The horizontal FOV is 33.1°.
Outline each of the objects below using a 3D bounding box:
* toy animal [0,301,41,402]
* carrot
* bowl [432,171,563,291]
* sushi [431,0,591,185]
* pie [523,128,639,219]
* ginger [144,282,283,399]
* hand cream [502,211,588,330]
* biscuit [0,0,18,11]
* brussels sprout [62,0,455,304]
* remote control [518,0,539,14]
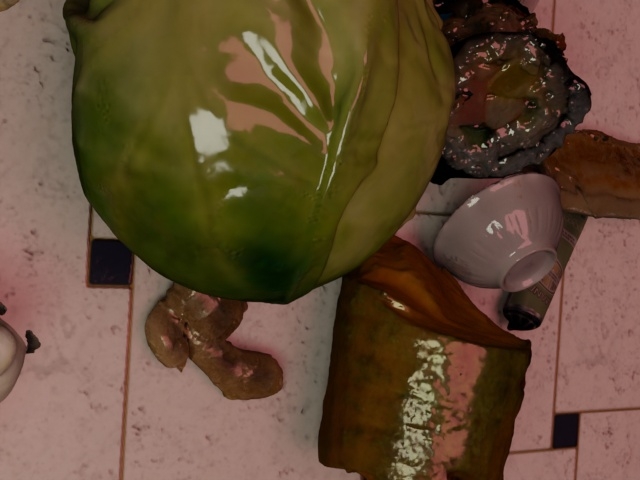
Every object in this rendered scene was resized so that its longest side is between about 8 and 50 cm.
[{"bbox_3d":[-0.417,0.158,0.955,0.183,0.247,0.310,48,63,-22],"label":"toy animal"},{"bbox_3d":[0.125,0.162,1.283,0.241,0.241,0.341,11,88,-32],"label":"carrot"},{"bbox_3d":[0.246,0.008,1.375,0.189,0.086,0.189,-20,145,-15],"label":"bowl"},{"bbox_3d":[0.198,-0.207,1.340,0.225,0.219,0.238,-21,140,7],"label":"sushi"},{"bbox_3d":[0.401,-0.092,1.530,0.282,0.068,0.129,2,69,-33],"label":"pie"},{"bbox_3d":[-0.111,0.104,1.235,0.214,0.059,0.133,33,81,-27],"label":"ginger"},{"bbox_3d":[0.315,0.024,1.502,0.086,0.055,0.235,40,66,-28],"label":"hand cream"},{"bbox_3d":[-0.376,-0.411,0.897,0.429,0.104,0.446,21,79,10],"label":"biscuit"},{"bbox_3d":[-0.056,-0.119,1.071,0.425,0.342,0.361,35,58,-51],"label":"brussels sprout"},{"bbox_3d":[0.189,-0.366,1.407,0.250,0.034,0.103,38,73,-27],"label":"remote control"}]
